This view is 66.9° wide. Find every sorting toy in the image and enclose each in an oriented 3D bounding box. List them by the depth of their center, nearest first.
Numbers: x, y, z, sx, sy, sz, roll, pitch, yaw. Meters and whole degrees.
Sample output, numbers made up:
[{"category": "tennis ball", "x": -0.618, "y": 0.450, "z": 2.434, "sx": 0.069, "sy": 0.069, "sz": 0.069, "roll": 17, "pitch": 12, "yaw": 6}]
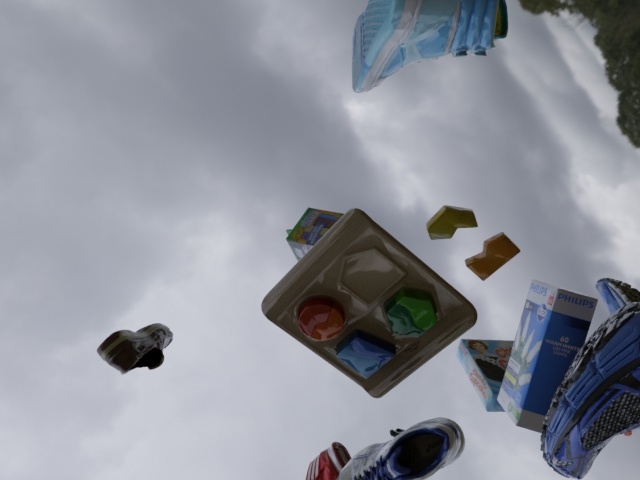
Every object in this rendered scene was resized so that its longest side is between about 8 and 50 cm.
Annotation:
[{"category": "sorting toy", "x": 0.093, "y": 0.068, "z": 0.643, "sx": 0.229, "sy": 0.307, "sz": 0.041, "roll": 40, "pitch": -157, "yaw": -10}]

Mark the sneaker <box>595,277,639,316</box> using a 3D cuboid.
[{"category": "sneaker", "x": 0.656, "y": 0.239, "z": 1.027, "sx": 0.130, "sy": 0.147, "sz": 0.330, "roll": 4, "pitch": -116, "yaw": -43}]

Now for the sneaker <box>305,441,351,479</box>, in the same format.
[{"category": "sneaker", "x": 0.044, "y": 0.601, "z": 1.128, "sx": 0.087, "sy": 0.128, "sz": 0.221, "roll": 31, "pitch": -156, "yaw": -47}]

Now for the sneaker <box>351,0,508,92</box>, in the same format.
[{"category": "sneaker", "x": 0.166, "y": -0.313, "z": 0.765, "sx": 0.208, "sy": 0.319, "sz": 0.127, "roll": -1, "pitch": -90, "yaw": -8}]

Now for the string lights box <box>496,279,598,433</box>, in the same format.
[{"category": "string lights box", "x": 0.424, "y": 0.214, "z": 0.920, "sx": 0.076, "sy": 0.260, "sz": 0.133, "roll": 15, "pitch": -177, "yaw": 4}]

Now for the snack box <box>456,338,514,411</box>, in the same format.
[{"category": "snack box", "x": 0.508, "y": 0.315, "z": 1.144, "sx": 0.322, "sy": 0.060, "sz": 0.187, "roll": 3, "pitch": -153, "yaw": -10}]

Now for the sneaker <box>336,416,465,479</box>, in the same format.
[{"category": "sneaker", "x": 0.126, "y": 0.419, "z": 0.902, "sx": 0.112, "sy": 0.296, "sz": 0.131, "roll": 55, "pitch": -174, "yaw": 29}]

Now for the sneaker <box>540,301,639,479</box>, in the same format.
[{"category": "sneaker", "x": 0.205, "y": 0.068, "z": 0.268, "sx": 0.087, "sy": 0.221, "sz": 0.083, "roll": 42, "pitch": -147, "yaw": 26}]

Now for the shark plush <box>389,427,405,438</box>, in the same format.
[{"category": "shark plush", "x": 0.192, "y": 0.443, "z": 1.073, "sx": 0.161, "sy": 0.073, "sz": 0.067, "roll": 17, "pitch": -171, "yaw": -46}]

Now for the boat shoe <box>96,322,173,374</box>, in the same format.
[{"category": "boat shoe", "x": -0.397, "y": 0.255, "z": 1.097, "sx": 0.095, "sy": 0.095, "sz": 0.257, "roll": 42, "pitch": -175, "yaw": 10}]

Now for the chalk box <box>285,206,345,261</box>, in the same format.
[{"category": "chalk box", "x": 0.000, "y": 0.000, "z": 1.388, "sx": 0.132, "sy": 0.213, "sz": 0.132, "roll": -56, "pitch": -39, "yaw": -27}]
